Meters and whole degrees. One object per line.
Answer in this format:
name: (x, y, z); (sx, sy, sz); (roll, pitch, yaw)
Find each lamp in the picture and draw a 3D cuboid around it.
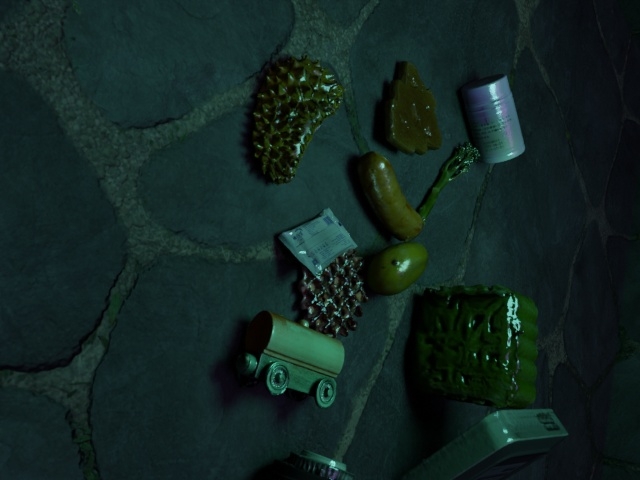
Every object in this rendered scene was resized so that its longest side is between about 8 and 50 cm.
lamp: (-0.038, 0.582, 1.196); (0.374, 0.205, 0.272); (16, 82, -61)

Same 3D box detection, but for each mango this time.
mango: (0.213, 0.072, 1.508); (0.251, 0.114, 0.156); (-7, 136, -54)

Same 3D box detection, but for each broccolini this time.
broccolini: (0.388, -0.164, 1.738); (0.079, 0.074, 0.392); (51, 54, -23)

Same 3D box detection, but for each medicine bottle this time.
medicine bottle: (0.559, -0.394, 1.863); (0.152, 0.152, 0.254); (-37, 115, -39)

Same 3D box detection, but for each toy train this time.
toy train: (-0.057, 0.258, 1.251); (0.285, 0.116, 0.177); (30, 68, -41)

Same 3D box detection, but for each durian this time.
durian: (-0.048, -0.291, 1.275); (0.191, 0.112, 0.341); (50, 59, -35)

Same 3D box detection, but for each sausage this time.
sausage: (0.176, -0.114, 1.507); (0.109, 0.109, 0.270); (-53, 125, -32)

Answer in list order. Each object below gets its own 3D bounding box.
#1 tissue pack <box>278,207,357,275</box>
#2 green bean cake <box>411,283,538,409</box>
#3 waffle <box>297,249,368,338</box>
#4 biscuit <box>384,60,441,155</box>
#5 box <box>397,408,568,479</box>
tissue pack: (0.000, 0.000, 1.336); (0.122, 0.026, 0.193); (52, 42, 6)
green bean cake: (0.422, 0.292, 1.580); (0.218, 0.335, 0.319); (19, 70, -44)
waffle: (0.030, 0.121, 1.389); (0.221, 0.055, 0.234); (10, 77, -43)
biscuit: (0.246, -0.351, 1.609); (0.301, 0.043, 0.278); (-42, 116, -45)
box: (0.453, 0.611, 1.600); (0.396, 0.396, 0.111); (15, 37, -43)
